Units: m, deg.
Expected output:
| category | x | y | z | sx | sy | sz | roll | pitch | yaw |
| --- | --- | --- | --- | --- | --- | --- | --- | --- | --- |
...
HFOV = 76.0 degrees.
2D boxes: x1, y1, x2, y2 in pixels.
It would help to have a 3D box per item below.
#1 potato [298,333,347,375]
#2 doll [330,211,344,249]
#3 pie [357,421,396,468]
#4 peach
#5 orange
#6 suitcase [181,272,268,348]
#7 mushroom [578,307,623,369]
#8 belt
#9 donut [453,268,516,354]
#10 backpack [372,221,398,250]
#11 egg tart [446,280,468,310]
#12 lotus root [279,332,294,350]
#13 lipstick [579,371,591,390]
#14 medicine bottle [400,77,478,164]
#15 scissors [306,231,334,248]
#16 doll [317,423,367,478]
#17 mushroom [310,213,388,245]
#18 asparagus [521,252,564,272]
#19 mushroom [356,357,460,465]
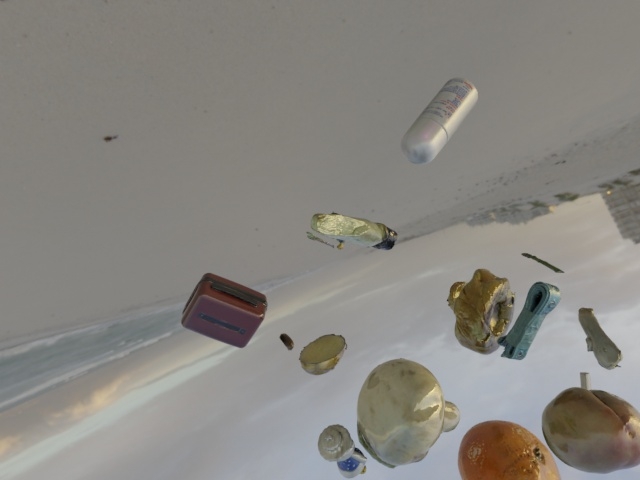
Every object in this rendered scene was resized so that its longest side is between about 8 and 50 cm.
| category | x | y | z | sx | sy | sz | roll | pitch | yaw |
| --- | --- | --- | --- | --- | --- | --- | --- | --- | --- |
| potato | 0.015 | 0.419 | 1.476 | 0.164 | 0.080 | 0.200 | -3 | -164 | 35 |
| doll | 0.068 | -0.046 | 1.779 | 0.089 | 0.179 | 0.102 | 0 | -148 | 18 |
| pie | 0.283 | 0.678 | 1.541 | 0.323 | 0.323 | 0.070 | -23 | 177 | -16 |
| peach | 0.858 | 0.594 | 1.281 | 0.293 | 0.247 | 0.292 | 6 | 162 | 2 |
| orange | 0.779 | 0.942 | 1.679 | 0.424 | 0.424 | 0.326 | -19 | 143 | -55 |
| suitcase | -0.380 | 0.281 | 1.637 | 0.236 | 0.297 | 0.161 | -57 | -162 | 24 |
| mushroom | 1.121 | 0.389 | 1.656 | 0.096 | 0.277 | 0.099 | 17 | 133 | -19 |
| belt | 0.706 | 0.278 | 1.396 | 0.072 | 0.302 | 0.087 | 13 | -161 | -27 |
| donut | 0.706 | 0.303 | 1.767 | 0.361 | 0.359 | 0.170 | -21 | -157 | -39 |
| backpack | 0.265 | -0.022 | 1.854 | 0.106 | 0.119 | 0.165 | 22 | 174 | -37 |
| egg tart | 0.754 | 0.321 | 2.180 | 0.213 | 0.212 | 0.090 | -22 | 172 | -34 |
| lotus root | -0.136 | 0.407 | 1.662 | 0.037 | 0.083 | 0.030 | -38 | 141 | -11 |
| lipstick | 1.113 | 0.622 | 1.716 | 0.039 | 0.130 | 0.038 | 0 | 173 | 0 |
| medicine bottle | 0.391 | -0.392 | 1.371 | 0.341 | 0.130 | 0.130 | -51 | -174 | -21 |
| scissors | 0.000 | 0.000 | 2.442 | 0.019 | 0.187 | 0.133 | -63 | 175 | -11 |
| doll | 0.078 | 0.721 | 1.394 | 0.138 | 0.293 | 0.119 | -4 | -135 | 30 |
| mushroom | 0.101 | -0.032 | 1.254 | 0.107 | 0.087 | 0.333 | -3 | 172 | 35 |
| asparagus | 1.185 | 0.117 | 2.192 | 0.027 | 0.236 | 0.034 | -39 | 135 | -16 |
| mushroom | 0.292 | 0.536 | 1.300 | 0.336 | 0.314 | 0.314 | 21 | 148 | -34 |
